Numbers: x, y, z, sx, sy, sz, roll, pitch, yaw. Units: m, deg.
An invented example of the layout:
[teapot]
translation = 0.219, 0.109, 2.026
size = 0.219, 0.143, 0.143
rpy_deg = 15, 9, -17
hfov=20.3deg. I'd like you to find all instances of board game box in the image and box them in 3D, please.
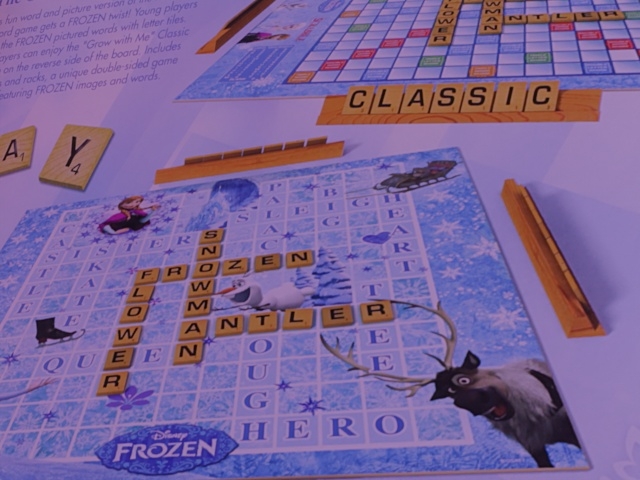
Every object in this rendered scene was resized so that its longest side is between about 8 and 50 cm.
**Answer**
[board game box]
translation = 0.000, 0.000, 0.549
size = 0.318, 0.066, 0.318
rpy_deg = -2, 63, 31
